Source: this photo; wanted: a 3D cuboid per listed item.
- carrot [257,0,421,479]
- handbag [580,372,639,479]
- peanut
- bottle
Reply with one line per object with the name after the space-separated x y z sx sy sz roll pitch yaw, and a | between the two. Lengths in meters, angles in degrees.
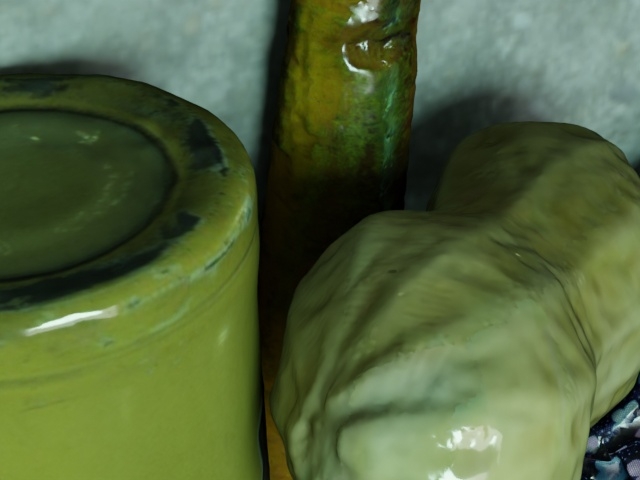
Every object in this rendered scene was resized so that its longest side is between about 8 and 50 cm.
0.000 0.000 0.843 0.070 0.070 0.260 -9 121 -29 | carrot
0.202 0.055 0.968 0.228 0.127 0.208 -43 141 -8 | handbag
0.065 0.036 0.775 0.290 0.130 0.130 -40 146 -59 | peanut
-0.101 0.120 0.786 0.171 0.171 0.351 -20 129 -22 | bottle
